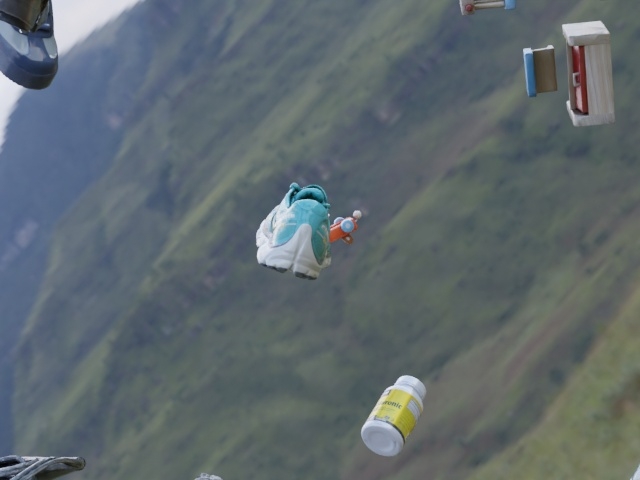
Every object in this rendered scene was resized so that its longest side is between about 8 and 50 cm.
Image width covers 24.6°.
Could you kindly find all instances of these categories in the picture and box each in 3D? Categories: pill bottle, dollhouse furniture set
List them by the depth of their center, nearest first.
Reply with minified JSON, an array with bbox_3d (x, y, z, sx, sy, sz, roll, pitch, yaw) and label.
[{"bbox_3d":[0.192,-0.189,1.309,0.129,0.183,0.129,-6,17,6],"label":"dollhouse furniture set"},{"bbox_3d":[0.109,0.250,2.114,0.065,0.065,0.116,-51,2,46],"label":"pill bottle"}]

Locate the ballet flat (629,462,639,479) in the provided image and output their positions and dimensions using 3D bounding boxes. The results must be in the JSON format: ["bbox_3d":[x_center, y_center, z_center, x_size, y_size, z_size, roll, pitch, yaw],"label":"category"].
[{"bbox_3d":[0.578,0.363,1.822,0.147,0.409,0.147,-52,12,16],"label":"ballet flat"}]

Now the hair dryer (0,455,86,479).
[{"bbox_3d":[-0.296,0.216,1.212,0.293,0.224,0.080,95,176,-82],"label":"hair dryer"}]

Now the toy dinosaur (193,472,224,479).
[{"bbox_3d":[-0.071,0.346,1.657,0.118,0.268,0.064,-28,-36,-55],"label":"toy dinosaur"}]

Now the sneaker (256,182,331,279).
[{"bbox_3d":[-0.020,-0.020,1.929,0.275,0.107,0.110,-112,41,-81],"label":"sneaker"}]

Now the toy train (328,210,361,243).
[{"bbox_3d":[0.000,0.000,2.233,0.125,0.046,0.166,-29,10,-12],"label":"toy train"}]

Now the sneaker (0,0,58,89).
[{"bbox_3d":[-0.406,-0.357,1.954,0.112,0.319,0.131,0,-30,-47],"label":"sneaker"}]

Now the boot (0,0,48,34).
[{"bbox_3d":[-0.305,-0.366,1.696,0.222,0.118,0.338,-65,-4,20],"label":"boot"}]
